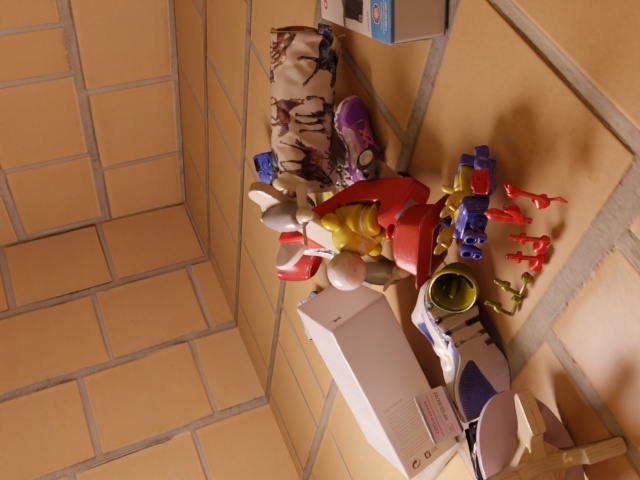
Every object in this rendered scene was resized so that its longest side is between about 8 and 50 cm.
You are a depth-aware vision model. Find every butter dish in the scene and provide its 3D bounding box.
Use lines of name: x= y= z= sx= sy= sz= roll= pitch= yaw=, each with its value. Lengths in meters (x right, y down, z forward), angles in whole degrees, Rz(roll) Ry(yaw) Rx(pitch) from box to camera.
butter dish: x=0.189 y=-0.008 z=1.369 sx=0.118 sy=0.160 sz=0.160 roll=13 pitch=120 yaw=28

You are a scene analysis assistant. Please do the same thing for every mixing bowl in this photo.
mixing bowl: x=-0.057 y=0.063 z=2.212 sx=0.098 sy=0.181 sz=0.182 roll=20 pitch=136 yaw=17

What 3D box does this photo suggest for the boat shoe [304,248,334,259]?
boat shoe: x=0.000 y=0.000 z=2.008 sx=0.065 sy=0.183 sz=0.083 roll=-58 pitch=-23 yaw=-54

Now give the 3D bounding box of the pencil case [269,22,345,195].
pencil case: x=-0.033 y=-0.313 z=1.657 sx=0.160 sy=0.183 sz=0.411 roll=-108 pitch=18 yaw=-80

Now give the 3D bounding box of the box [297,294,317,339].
box: x=0.011 y=0.235 z=2.154 sx=0.072 sy=0.137 sz=0.126 roll=136 pitch=117 yaw=-69

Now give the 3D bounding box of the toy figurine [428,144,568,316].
toy figurine: x=0.301 y=-0.048 z=1.231 sx=0.363 sy=0.191 sz=0.217 roll=88 pitch=-172 yaw=-51

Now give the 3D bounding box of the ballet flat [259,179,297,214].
ballet flat: x=-0.114 y=-0.152 z=2.049 sx=0.116 sy=0.124 sz=0.342 roll=47 pitch=128 yaw=8

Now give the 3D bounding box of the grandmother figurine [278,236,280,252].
grandmother figurine: x=-0.090 y=-0.102 z=2.242 sx=0.342 sy=0.103 sz=0.208 roll=99 pitch=163 yaw=-46

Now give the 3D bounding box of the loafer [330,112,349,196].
loafer: x=0.045 y=-0.229 z=1.790 sx=0.320 sy=0.112 sz=0.111 roll=69 pitch=-163 yaw=2

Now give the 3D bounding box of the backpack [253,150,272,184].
backpack: x=-0.170 y=-0.248 z=2.342 sx=0.101 sy=0.097 sz=0.120 roll=-6 pitch=99 yaw=67

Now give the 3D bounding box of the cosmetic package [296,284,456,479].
cosmetic package: x=0.138 y=0.336 z=1.679 sx=0.453 sy=0.161 sz=0.230 roll=63 pitch=164 yaw=-19

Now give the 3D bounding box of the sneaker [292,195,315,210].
sneaker: x=-0.062 y=-0.082 z=1.996 sx=0.252 sy=0.102 sz=0.111 roll=89 pitch=172 yaw=-77

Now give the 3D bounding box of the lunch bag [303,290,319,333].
lunch bag: x=-0.006 y=0.254 z=2.297 sx=0.129 sy=0.096 sz=0.151 roll=-161 pitch=72 yaw=-70

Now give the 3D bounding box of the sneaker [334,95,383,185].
sneaker: x=0.104 y=-0.232 z=1.631 sx=0.104 sy=0.095 sz=0.237 roll=32 pitch=139 yaw=53

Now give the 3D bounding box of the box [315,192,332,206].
box: x=0.022 y=-0.149 z=1.951 sx=0.087 sy=0.058 sz=0.232 roll=-142 pitch=40 yaw=-61

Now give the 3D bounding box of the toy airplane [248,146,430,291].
toy airplane: x=0.033 y=-0.004 z=1.532 sx=0.384 sy=0.385 sz=0.273 roll=96 pitch=173 yaw=-57

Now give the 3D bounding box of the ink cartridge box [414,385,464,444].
ink cartridge box: x=0.250 y=0.364 z=1.414 sx=0.104 sy=0.061 sz=0.181 roll=67 pitch=-172 yaw=17

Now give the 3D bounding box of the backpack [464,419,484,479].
backpack: x=0.366 y=0.454 z=1.373 sx=0.152 sy=0.115 sz=0.182 roll=64 pitch=-164 yaw=-70

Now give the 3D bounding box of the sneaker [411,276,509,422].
sneaker: x=0.287 y=0.206 z=1.437 sx=0.182 sy=0.127 sz=0.316 roll=-152 pitch=42 yaw=-81

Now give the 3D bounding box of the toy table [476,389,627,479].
toy table: x=0.381 y=0.392 z=1.163 sx=0.274 sy=0.252 sz=0.161 roll=60 pitch=174 yaw=14

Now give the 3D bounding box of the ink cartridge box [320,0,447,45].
ink cartridge box: x=0.111 y=-0.527 z=1.312 sx=0.307 sy=0.129 sz=0.223 roll=-134 pitch=33 yaw=-53

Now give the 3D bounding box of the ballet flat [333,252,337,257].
ballet flat: x=0.079 y=-0.002 z=1.916 sx=0.058 sy=0.084 sz=0.250 roll=-67 pitch=-20 yaw=-49
